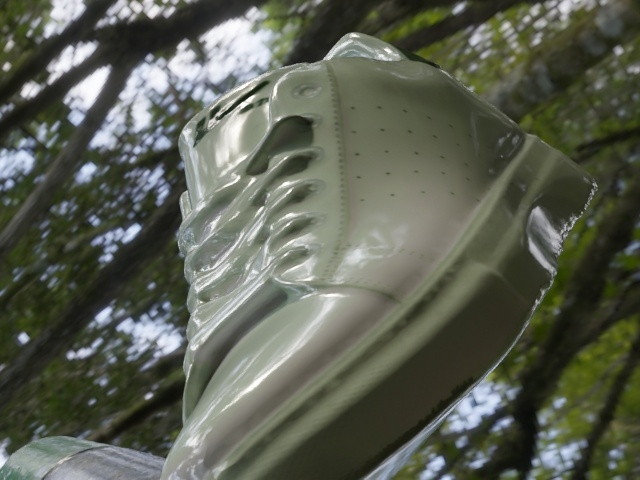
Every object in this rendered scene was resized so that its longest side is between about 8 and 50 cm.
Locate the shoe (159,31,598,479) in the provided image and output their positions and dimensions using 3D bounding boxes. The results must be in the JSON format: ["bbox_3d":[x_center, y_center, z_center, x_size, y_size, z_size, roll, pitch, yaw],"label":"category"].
[{"bbox_3d":[0.000,0.000,0.640,0.160,0.132,0.363,39,-153,4],"label":"shoe"}]

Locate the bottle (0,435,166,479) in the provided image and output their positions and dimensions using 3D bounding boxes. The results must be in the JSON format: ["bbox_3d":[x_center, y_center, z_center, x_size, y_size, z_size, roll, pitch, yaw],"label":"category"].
[{"bbox_3d":[-0.089,0.157,0.824,0.093,0.330,0.093,1,-92,-26],"label":"bottle"}]
